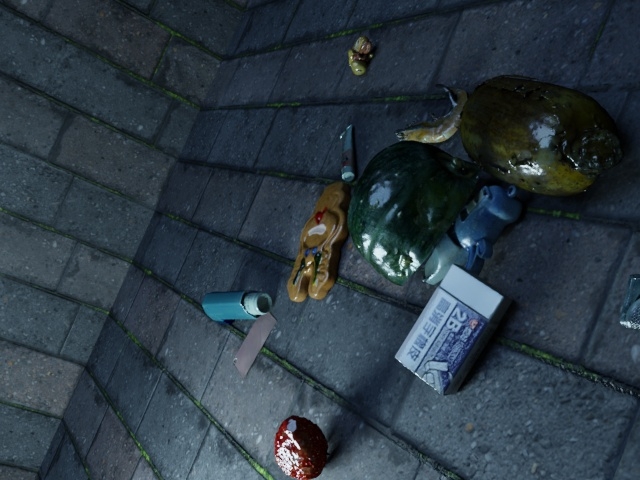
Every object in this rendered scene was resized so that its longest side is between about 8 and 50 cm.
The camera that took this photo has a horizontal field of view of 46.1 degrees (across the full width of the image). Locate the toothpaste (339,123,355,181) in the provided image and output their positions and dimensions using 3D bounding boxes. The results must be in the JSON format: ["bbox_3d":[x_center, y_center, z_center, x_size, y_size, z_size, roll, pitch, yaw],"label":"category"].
[{"bbox_3d":[0.073,-0.240,2.057,0.056,0.036,0.205,-45,30,35],"label":"toothpaste"}]

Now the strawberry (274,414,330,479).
[{"bbox_3d":[-0.046,0.440,1.595,0.131,0.148,0.131,-12,58,21],"label":"strawberry"}]

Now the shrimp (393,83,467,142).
[{"bbox_3d":[0.259,-0.295,1.771,0.219,0.046,0.152,-5,64,54],"label":"shrimp"}]

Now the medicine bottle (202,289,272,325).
[{"bbox_3d":[-0.237,0.190,2.170,0.258,0.124,0.079,-8,54,45],"label":"medicine bottle"}]

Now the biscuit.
[{"bbox_3d":[0.000,0.000,1.975,0.202,0.047,0.334,-9,60,57],"label":"biscuit"}]

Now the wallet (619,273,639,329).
[{"bbox_3d":[0.496,0.089,1.091,0.129,0.026,0.088,-3,65,59],"label":"wallet"}]

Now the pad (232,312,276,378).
[{"bbox_3d":[-0.185,0.284,2.102,0.187,0.006,0.113,-61,27,4],"label":"pad"}]

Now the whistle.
[{"bbox_3d":[0.291,-0.011,1.465,0.269,0.093,0.180,-52,26,34],"label":"whistle"}]

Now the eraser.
[{"bbox_3d":[0.243,0.162,1.378,0.124,0.068,0.210,36,101,34],"label":"eraser"}]

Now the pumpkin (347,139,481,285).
[{"bbox_3d":[0.162,-0.075,1.498,0.263,0.197,0.293,-59,-5,31],"label":"pumpkin"}]

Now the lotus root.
[{"bbox_3d":[0.386,-0.190,1.355,0.397,0.179,0.196,-139,60,-65],"label":"lotus root"}]

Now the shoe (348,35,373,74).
[{"bbox_3d":[0.114,-0.538,2.182,0.109,0.072,0.069,-59,24,11],"label":"shoe"}]
